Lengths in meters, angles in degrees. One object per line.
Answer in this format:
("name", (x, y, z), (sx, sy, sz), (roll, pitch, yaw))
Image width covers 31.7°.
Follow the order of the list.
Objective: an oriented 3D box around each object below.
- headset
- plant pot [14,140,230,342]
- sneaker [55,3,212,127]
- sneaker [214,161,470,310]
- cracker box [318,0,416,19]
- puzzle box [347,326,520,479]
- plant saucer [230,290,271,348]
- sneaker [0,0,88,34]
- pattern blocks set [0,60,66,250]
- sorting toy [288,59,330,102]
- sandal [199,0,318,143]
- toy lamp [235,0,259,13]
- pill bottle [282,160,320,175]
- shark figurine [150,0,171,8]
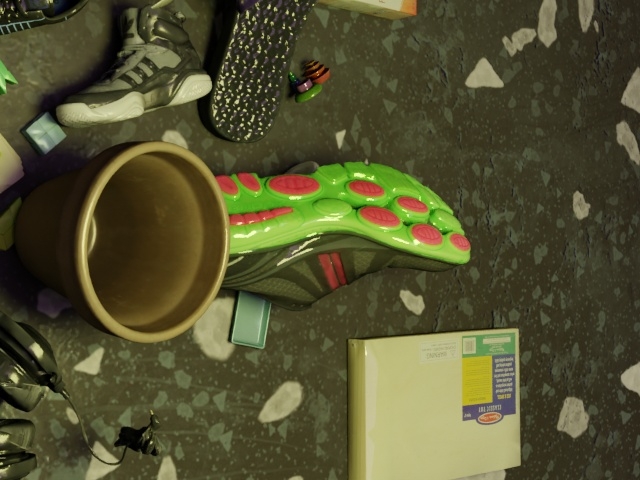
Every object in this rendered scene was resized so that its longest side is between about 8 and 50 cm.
("headset", (-0.408, 0.218, 1.469), (0.394, 0.185, 0.244), (21, 76, -26))
("plant pot", (-0.289, -0.003, 1.531), (0.263, 0.229, 0.263), (-5, 96, -48))
("sneaker", (-0.284, -0.257, 1.640), (0.268, 0.101, 0.153), (-23, 103, -43))
("sneaker", (0.000, 0.000, 1.765), (0.482, 0.202, 0.185), (2, 48, -15))
("cracker box", (0.066, -0.480, 1.950), (0.232, 0.067, 0.156), (3, 87, -39))
("puzzle box", (0.217, 0.304, 2.070), (0.408, 0.052, 0.272), (1, 88, -40))
("plant saucer", (-0.106, 0.076, 1.830), (0.067, 0.018, 0.192), (16, 80, -38))
("sneaker", (-0.424, -0.321, 1.526), (0.232, 0.090, 0.081), (-24, 104, -38))
("pattern blocks set", (-0.499, -0.102, 1.502), (0.285, 0.026, 0.325), (46, 62, -29))
("sorting toy", (-0.024, -0.269, 1.878), (0.042, 0.061, 0.102), (59, 34, -22))
("sandal", (-0.096, -0.377, 1.806), (0.167, 0.107, 0.446), (23, 88, -35))
("toy lamp", (-0.174, -0.466, 1.665), (0.080, 0.080, 0.275), (-43, 104, -32))
("pill bottle", (0.001, -0.041, 1.871), (0.094, 0.094, 0.169), (-52, 120, -28))
("shark figurine", (-0.249, -0.414, 1.651), (0.116, 0.278, 0.166), (-36, 152, 5))
